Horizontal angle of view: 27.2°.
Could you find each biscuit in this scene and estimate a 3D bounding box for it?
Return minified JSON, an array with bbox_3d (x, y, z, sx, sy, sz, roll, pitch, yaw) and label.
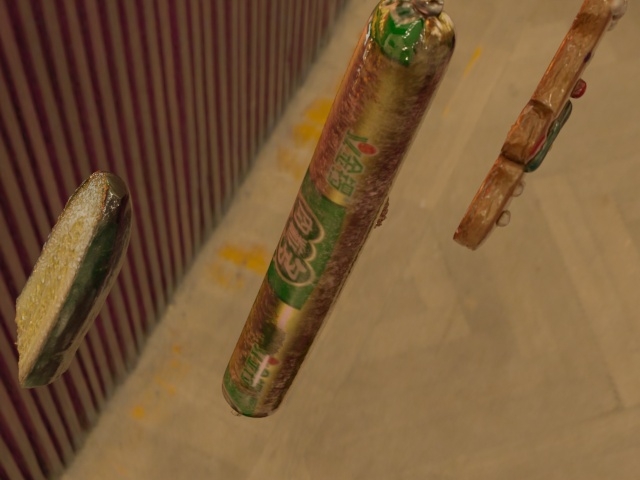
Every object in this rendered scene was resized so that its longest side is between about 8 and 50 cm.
[{"bbox_3d":[0.223,-0.121,1.334,0.049,0.197,0.301,31,99,9],"label":"biscuit"}]

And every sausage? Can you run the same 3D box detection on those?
[{"bbox_3d":[0.001,0.000,0.517,0.033,0.269,0.032,10,50,-12],"label":"sausage"}]

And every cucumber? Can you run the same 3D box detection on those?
[{"bbox_3d":[-0.243,0.033,1.351,0.063,0.244,0.115,11,40,-30],"label":"cucumber"}]

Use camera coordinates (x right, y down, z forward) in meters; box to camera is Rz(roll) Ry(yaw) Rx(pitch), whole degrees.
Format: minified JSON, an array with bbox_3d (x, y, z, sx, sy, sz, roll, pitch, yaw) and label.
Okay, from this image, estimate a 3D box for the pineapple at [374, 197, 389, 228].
[{"bbox_3d":[0.075,-0.071,1.661,0.058,0.124,0.058,15,41,-14],"label":"pineapple"}]
